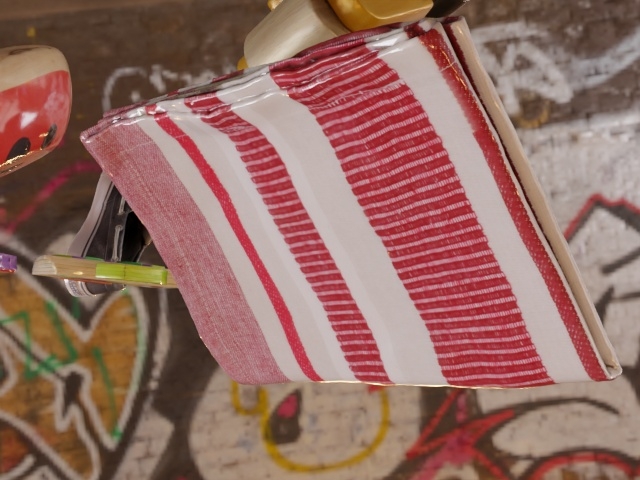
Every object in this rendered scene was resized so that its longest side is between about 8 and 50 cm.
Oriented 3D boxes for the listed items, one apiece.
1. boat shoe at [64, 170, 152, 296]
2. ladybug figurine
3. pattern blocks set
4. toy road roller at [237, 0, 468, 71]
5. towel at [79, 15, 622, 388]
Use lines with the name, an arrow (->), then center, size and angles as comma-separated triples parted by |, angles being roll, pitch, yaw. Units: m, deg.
boat shoe -> -0.293, -0.030, 1.626 | 0.102, 0.108, 0.301 | -3, -144, 14
ladybug figurine -> -0.528, -0.170, 1.611 | 0.305, 0.162, 0.449 | -25, -173, 24
pattern blocks set -> -0.271, 0.039, 1.344 | 0.325, 0.026, 0.285 | 9, 174, -35
toy road roller -> 0.012, -0.329, 1.351 | 0.202, 0.240, 0.329 | -35, 179, 40
towel -> 0.000, 0.000, 0.671 | 0.329, 0.237, 0.037 | -7, -151, 47
